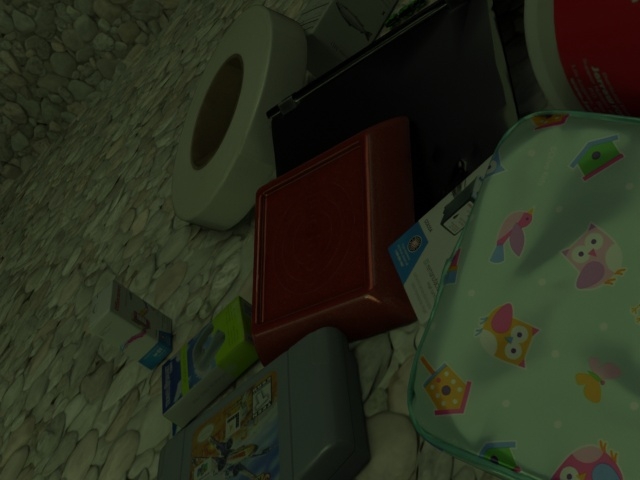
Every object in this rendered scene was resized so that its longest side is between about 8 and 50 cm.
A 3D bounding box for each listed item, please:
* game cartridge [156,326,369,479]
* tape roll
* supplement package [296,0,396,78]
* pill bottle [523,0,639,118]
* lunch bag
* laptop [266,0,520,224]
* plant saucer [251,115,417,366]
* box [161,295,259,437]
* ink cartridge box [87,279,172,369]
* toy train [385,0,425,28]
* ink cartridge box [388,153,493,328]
[{"bbox_3d":[-0.077,0.241,0.875,0.297,0.062,0.198,-39,25,21],"label":"game cartridge"},{"bbox_3d":[-0.147,-0.206,1.380,0.392,0.072,0.392,-44,36,44],"label":"tape roll"},{"bbox_3d":[0.035,-0.378,1.403,0.105,0.105,0.179,0,57,56],"label":"supplement package"},{"bbox_3d":[0.334,-0.169,0.514,0.229,0.229,0.408,-55,20,-8],"label":"pill bottle"},{"bbox_3d":[0.199,0.054,0.567,0.224,0.108,0.279,15,80,40],"label":"lunch bag"},{"bbox_3d":[0.137,-0.166,1.086,0.382,0.236,0.408,-24,9,41],"label":"laptop"},{"bbox_3d":[0.000,0.000,0.972,0.259,0.048,0.258,-25,56,42],"label":"plant saucer"},{"bbox_3d":[-0.153,0.167,1.089,0.178,0.042,0.109,-43,28,13],"label":"box"},{"bbox_3d":[-0.292,0.130,1.254,0.052,0.122,0.088,-44,28,14],"label":"ink cartridge box"},{"bbox_3d":[0.140,-0.378,1.340,0.083,0.017,0.023,-29,24,36],"label":"toy train"},{"bbox_3d":[0.170,0.001,0.763,0.191,0.082,0.139,-44,28,15],"label":"ink cartridge box"}]
